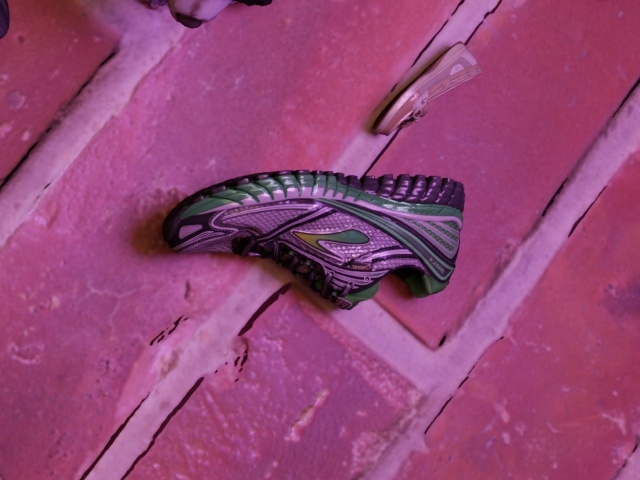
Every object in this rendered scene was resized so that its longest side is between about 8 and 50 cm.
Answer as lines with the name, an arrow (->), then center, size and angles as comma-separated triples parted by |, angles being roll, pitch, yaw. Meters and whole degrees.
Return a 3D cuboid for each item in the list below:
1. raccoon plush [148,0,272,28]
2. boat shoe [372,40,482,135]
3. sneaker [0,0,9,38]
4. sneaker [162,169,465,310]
raccoon plush -> -0.110, -0.425, 1.565 | 0.216, 0.299, 0.446 | -1, 85, -19
boat shoe -> 0.122, -0.164, 1.752 | 0.048, 0.056, 0.153 | 48, 65, -4
sneaker -> -0.533, -0.306, 1.512 | 0.257, 0.169, 0.447 | -40, 115, 10
sneaker -> 0.000, 0.000, 1.651 | 0.344, 0.134, 0.146 | 2, 85, -20
